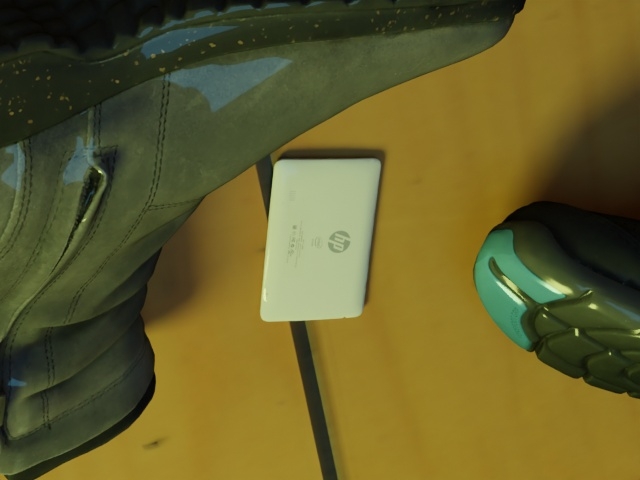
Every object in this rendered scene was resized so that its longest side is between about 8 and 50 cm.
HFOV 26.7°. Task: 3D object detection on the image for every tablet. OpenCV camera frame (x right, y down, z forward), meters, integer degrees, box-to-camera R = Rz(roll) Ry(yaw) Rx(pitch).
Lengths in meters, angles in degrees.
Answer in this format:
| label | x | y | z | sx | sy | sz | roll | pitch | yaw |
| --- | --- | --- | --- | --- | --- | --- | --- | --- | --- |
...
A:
| label | x | y | z | sx | sy | sz | roll | pitch | yaw |
| --- | --- | --- | --- | --- | --- | --- | --- | --- | --- |
| tablet | 0.000 | 0.000 | 0.650 | 0.054 | 0.006 | 0.083 | -2 | 113 | -20 |

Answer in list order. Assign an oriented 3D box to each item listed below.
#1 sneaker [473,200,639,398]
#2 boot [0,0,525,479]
| label | x | y | z | sx | sy | sz | roll | pitch | yaw |
| --- | --- | --- | --- | --- | --- | --- | --- | --- | --- |
| sneaker | 0.233 | 0.023 | 0.704 | 0.340 | 0.125 | 0.140 | 15 | 79 | -22 |
| boot | -0.076 | -0.020 | 0.565 | 0.338 | 0.118 | 0.223 | -15 | 133 | -25 |
